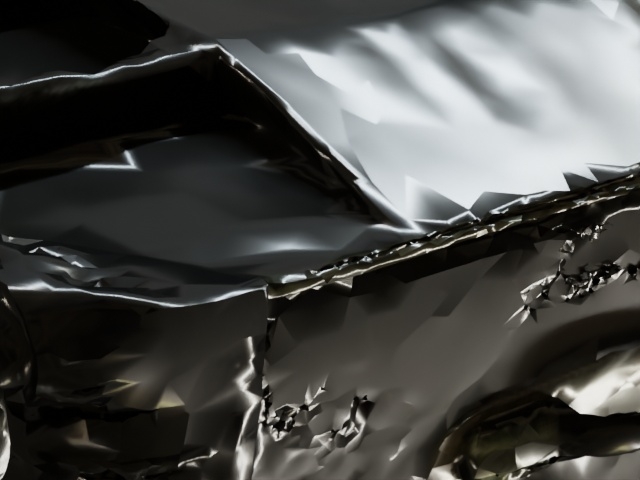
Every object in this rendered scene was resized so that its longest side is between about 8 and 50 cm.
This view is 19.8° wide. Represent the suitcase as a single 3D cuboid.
[{"bbox_3d":[0.000,0.000,0.564,0.434,0.283,0.194,-18,125,-38],"label":"suitcase"}]
